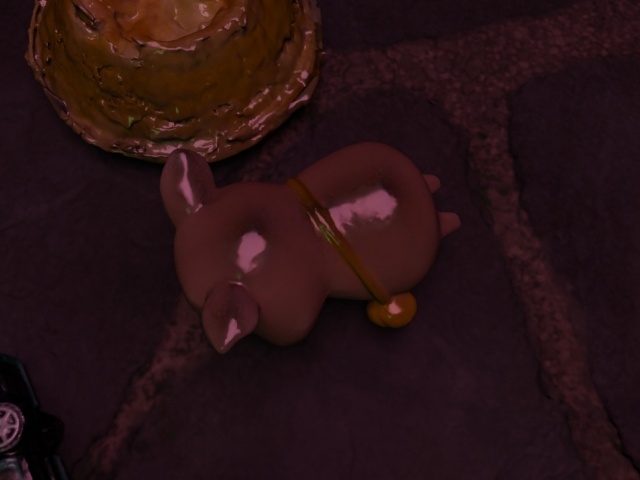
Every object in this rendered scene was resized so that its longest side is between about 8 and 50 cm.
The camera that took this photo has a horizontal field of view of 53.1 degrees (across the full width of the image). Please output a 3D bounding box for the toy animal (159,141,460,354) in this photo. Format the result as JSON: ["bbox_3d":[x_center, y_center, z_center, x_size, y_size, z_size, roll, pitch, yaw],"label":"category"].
[{"bbox_3d":[0.001,0.002,0.545,0.248,0.149,0.165,-17,55,-21],"label":"toy animal"}]

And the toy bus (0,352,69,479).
[{"bbox_3d":[-0.227,0.213,0.477,0.109,0.091,0.262,-29,72,-6],"label":"toy bus"}]

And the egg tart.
[{"bbox_3d":[-0.142,-0.224,0.630,0.315,0.120,0.315,1,70,-3],"label":"egg tart"}]
